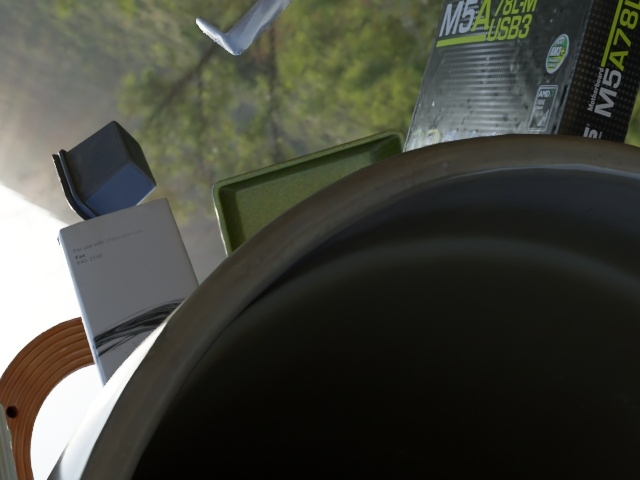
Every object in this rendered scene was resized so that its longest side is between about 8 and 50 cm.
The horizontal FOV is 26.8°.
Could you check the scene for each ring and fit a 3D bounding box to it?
[{"bbox_3d":[-0.243,0.253,1.573,0.336,0.337,0.032,23,152,-31],"label":"ring"}]

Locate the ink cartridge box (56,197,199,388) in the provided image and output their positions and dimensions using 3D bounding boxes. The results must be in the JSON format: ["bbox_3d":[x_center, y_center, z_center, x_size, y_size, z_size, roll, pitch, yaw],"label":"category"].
[{"bbox_3d":[-0.102,0.091,0.882,0.140,0.082,0.191,85,165,-57],"label":"ink cartridge box"}]

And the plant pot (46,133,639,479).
[{"bbox_3d":[0.027,0.161,0.447,0.323,0.323,0.280,25,154,-17],"label":"plant pot"}]

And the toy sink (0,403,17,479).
[{"bbox_3d":[-0.279,0.182,0.863,0.234,0.153,0.131,23,-156,-33],"label":"toy sink"}]

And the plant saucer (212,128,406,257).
[{"bbox_3d":[0.000,0.000,1.264,0.188,0.188,0.045,-17,-156,-13],"label":"plant saucer"}]

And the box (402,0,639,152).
[{"bbox_3d":[0.113,-0.111,0.713,0.045,0.184,0.190,13,-178,-19],"label":"box"}]

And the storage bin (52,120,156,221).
[{"bbox_3d":[-0.255,-0.076,1.639,0.098,0.091,0.135,47,-171,-37],"label":"storage bin"}]

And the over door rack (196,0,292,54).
[{"bbox_3d":[-0.124,-0.287,0.747,0.324,0.108,0.239,53,179,31],"label":"over door rack"}]
